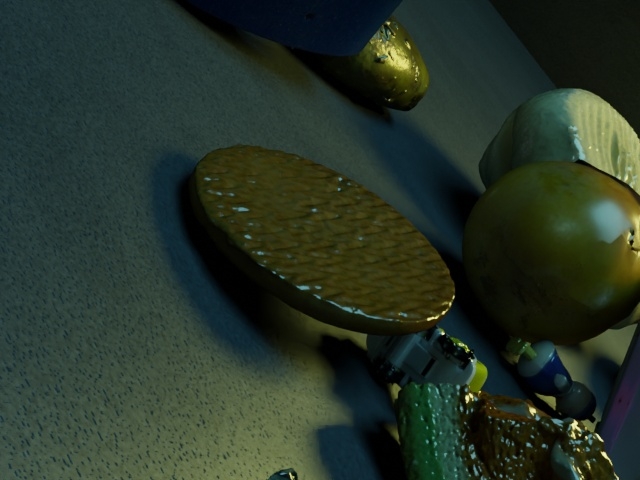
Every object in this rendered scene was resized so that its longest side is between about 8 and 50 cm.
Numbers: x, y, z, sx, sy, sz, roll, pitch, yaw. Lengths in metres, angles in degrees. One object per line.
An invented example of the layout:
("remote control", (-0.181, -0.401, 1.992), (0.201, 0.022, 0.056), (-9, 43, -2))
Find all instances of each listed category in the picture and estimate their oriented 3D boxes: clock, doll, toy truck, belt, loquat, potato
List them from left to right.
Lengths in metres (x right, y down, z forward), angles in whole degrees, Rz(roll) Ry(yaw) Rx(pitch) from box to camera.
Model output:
("belt", (-0.053, -0.341, 1.646), (0.347, 0.117, 0.212), (11, 43, -39))
("potato", (0.075, -0.257, 1.893), (0.251, 0.113, 0.149), (21, 29, -52))
("toy truck", (0.097, 0.107, 1.256), (0.111, 0.076, 0.077), (40, 12, 30))
("doll", (0.273, 0.164, 1.596), (0.143, 0.057, 0.099), (44, -2, -18))
("loquat", (0.283, 0.014, 1.647), (0.235, 0.235, 0.235), (43, 19, -19))
("clock", (0.383, 0.152, 1.570), (0.083, 0.253, 0.186), (21, 15, 12))

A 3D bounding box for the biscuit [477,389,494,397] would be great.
("biscuit", (0.160, 0.203, 1.290), (0.144, 0.033, 0.224), (48, 19, 0))

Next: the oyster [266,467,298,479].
("oyster", (0.050, 0.252, 0.813), (0.268, 0.112, 0.198), (41, 19, -31))

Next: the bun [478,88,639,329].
("bun", (0.357, -0.040, 1.945), (0.365, 0.219, 0.365), (38, 37, -37))

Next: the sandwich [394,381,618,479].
("sandwich", (0.150, 0.179, 1.121), (0.109, 0.160, 0.185), (56, 11, -62))

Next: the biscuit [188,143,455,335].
("biscuit", (-0.001, 0.001, 1.216), (0.262, 0.037, 0.262), (24, 26, -13))
